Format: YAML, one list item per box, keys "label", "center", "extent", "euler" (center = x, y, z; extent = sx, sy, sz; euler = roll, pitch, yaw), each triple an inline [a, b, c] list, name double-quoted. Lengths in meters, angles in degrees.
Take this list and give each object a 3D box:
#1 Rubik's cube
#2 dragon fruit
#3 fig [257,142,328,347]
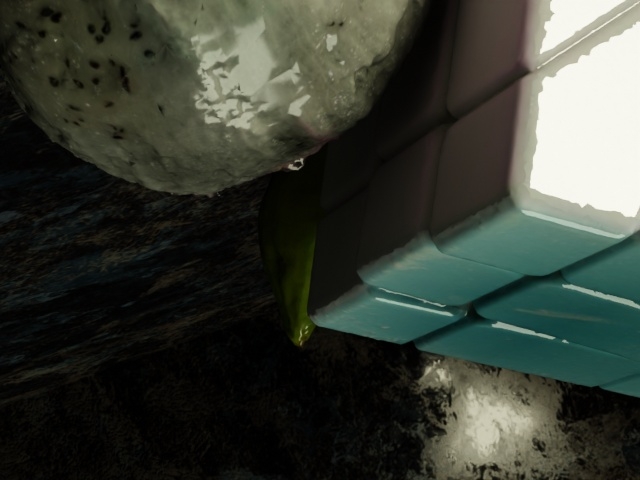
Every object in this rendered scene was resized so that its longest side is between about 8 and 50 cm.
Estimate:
- label: "Rubik's cube"
  center: [0.203, -0.090, 1.156]
  extent: [0.322, 0.318, 0.316]
  euler: [15, 161, -20]
- label: "dragon fruit"
  center: [-0.067, -0.146, 1.008]
  extent: [0.283, 0.204, 0.221]
  euler: [-22, 170, 4]
- label: "fig"
  center: [-0.006, -0.014, 2.010]
  extent: [0.233, 0.167, 0.167]
  euler: [-46, 180, -19]
